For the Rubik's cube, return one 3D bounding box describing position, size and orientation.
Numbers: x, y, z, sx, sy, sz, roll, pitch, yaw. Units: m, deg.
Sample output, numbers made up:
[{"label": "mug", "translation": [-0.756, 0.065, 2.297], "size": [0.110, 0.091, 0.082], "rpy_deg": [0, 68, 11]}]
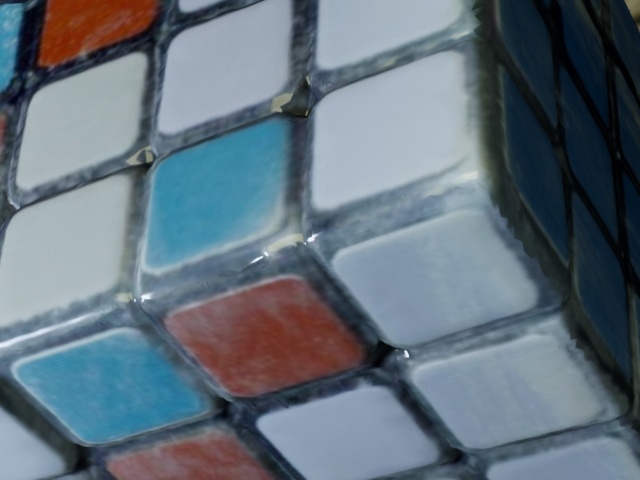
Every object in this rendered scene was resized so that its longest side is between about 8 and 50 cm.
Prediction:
[{"label": "Rubik's cube", "translation": [0.000, -0.001, 0.710], "size": [0.253, 0.259, 0.256], "rpy_deg": [-19, 45, 22]}]
